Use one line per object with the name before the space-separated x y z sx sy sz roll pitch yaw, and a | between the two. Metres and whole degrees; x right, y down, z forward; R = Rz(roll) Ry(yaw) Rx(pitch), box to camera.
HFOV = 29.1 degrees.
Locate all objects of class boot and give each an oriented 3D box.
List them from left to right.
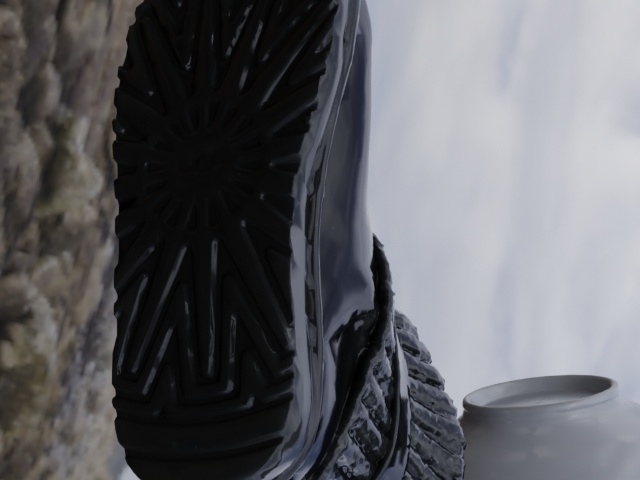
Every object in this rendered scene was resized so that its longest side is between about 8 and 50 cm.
boot | -0.004 0.001 0.717 0.260 0.131 0.348 32 61 -59

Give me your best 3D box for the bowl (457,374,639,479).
bowl | 0.207 0.200 1.117 0.298 0.298 0.134 -173 -105 -82
